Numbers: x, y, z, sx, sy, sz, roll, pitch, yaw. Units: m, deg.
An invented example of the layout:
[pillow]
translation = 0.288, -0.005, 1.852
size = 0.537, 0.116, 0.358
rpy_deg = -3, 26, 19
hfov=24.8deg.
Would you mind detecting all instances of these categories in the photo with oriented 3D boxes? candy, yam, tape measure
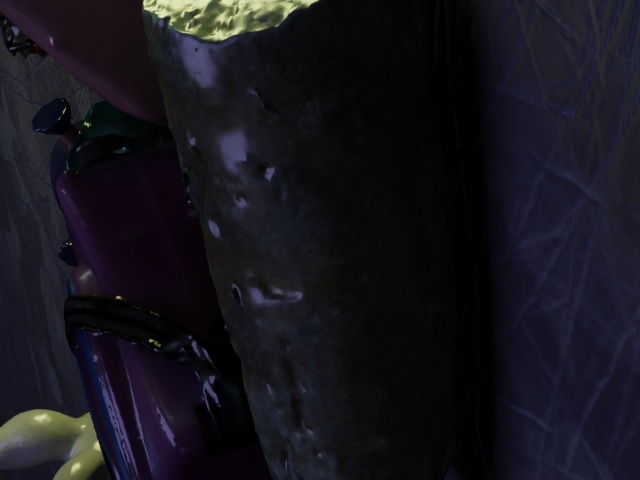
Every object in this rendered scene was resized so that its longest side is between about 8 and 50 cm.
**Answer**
[candy]
translation = -0.156, -0.178, 0.882
size = 0.255, 0.094, 0.255
rpy_deg = 44, -176, -4
[yam]
translation = 0.000, 0.000, 0.698
size = 0.133, 0.133, 0.330
rpy_deg = -143, 41, -61
[tape measure]
translation = -0.069, 0.083, 0.888
size = 0.245, 0.149, 0.231
rpy_deg = 89, 159, -55

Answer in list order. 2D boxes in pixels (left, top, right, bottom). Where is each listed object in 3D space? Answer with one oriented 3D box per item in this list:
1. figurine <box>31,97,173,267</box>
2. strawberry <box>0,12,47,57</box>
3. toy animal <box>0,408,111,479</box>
[figurine]
translation = -0.136, -0.037, 1.024
size = 0.195, 0.102, 0.111
rpy_deg = 98, 154, -83
[strawberry]
translation = -0.242, -0.234, 1.259
size = 0.131, 0.148, 0.131
rpy_deg = 21, 147, 15
[toy animal]
translation = -0.215, 0.242, 1.402
size = 0.193, 0.178, 0.127
rpy_deg = 96, 150, -49
